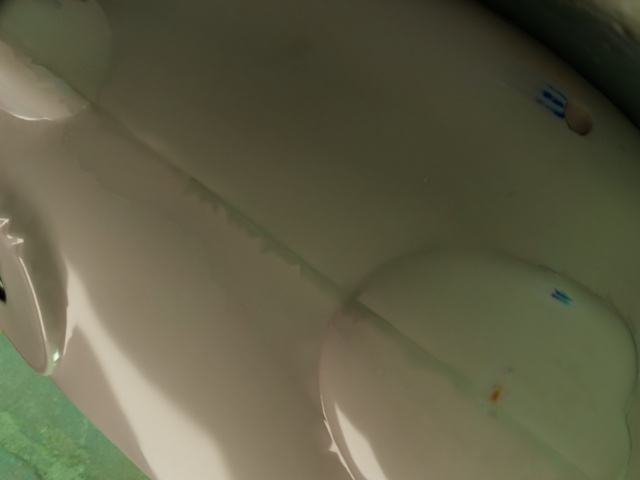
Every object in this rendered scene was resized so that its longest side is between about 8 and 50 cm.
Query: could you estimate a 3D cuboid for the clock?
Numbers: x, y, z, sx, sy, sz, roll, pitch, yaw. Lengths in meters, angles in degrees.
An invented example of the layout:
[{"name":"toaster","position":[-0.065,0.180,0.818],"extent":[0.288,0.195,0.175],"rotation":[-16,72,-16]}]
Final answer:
[{"name":"clock","position":[0.000,0.000,0.633],"extent":[0.377,0.250,0.368],"rotation":[40,176,-17]}]
